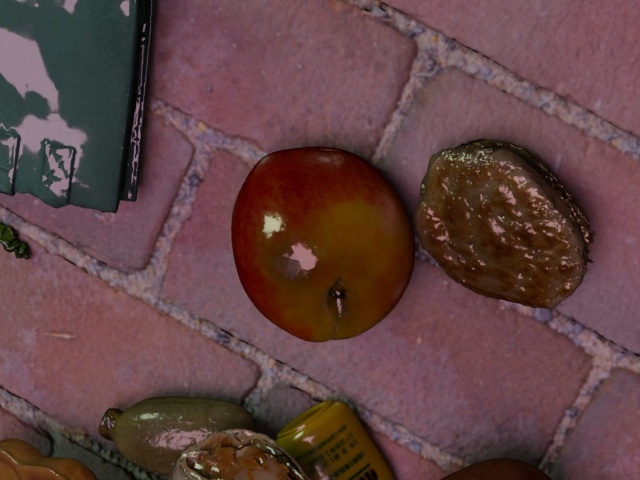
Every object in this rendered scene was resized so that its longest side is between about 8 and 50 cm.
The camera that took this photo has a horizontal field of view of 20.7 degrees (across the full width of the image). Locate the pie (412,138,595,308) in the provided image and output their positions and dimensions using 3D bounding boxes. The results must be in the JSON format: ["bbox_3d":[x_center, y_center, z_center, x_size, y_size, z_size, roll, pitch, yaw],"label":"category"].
[{"bbox_3d":[0.179,-0.016,1.738,0.163,0.079,0.193,-39,92,31],"label":"pie"}]

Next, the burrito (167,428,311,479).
[{"bbox_3d":[-0.108,0.304,1.846,0.143,0.105,0.299,51,140,17],"label":"burrito"}]

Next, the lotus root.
[{"bbox_3d":[-0.158,0.213,1.907,0.183,0.077,0.090,4,108,12],"label":"lotus root"}]

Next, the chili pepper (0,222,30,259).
[{"bbox_3d":[-0.353,-0.005,1.932,0.083,0.022,0.027,28,79,8],"label":"chili pepper"}]

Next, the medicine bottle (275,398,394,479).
[{"bbox_3d":[0.052,0.295,1.876,0.095,0.064,0.261,-33,99,-5],"label":"medicine bottle"}]

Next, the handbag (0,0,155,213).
[{"bbox_3d":[-0.308,-0.183,1.825,0.268,0.100,0.274,9,110,10],"label":"handbag"}]

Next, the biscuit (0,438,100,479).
[{"bbox_3d":[-0.293,0.370,1.939,0.351,0.057,0.312,12,121,36],"label":"biscuit"}]

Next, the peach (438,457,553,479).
[{"bbox_3d":[0.184,0.352,1.768,0.252,0.252,0.252,5,108,15],"label":"peach"}]

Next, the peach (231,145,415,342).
[{"bbox_3d":[0.000,0.000,1.776,0.190,0.192,0.190,-6,138,-5],"label":"peach"}]
